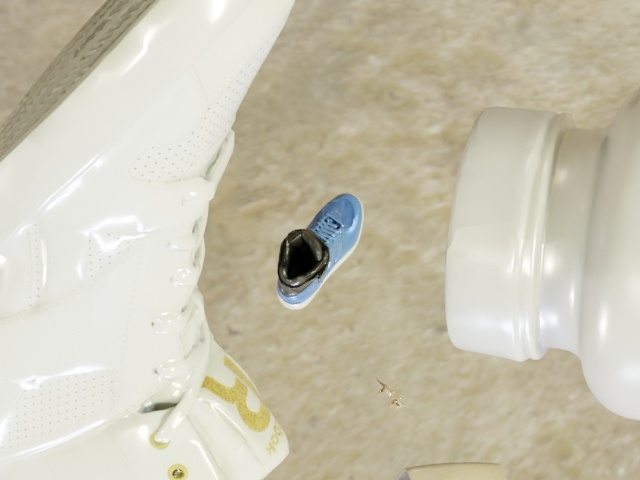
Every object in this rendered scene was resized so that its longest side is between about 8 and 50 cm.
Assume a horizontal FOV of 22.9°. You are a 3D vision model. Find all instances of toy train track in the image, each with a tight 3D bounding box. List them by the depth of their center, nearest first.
[{"bbox_3d":[0.075,0.169,1.683,0.048,0.083,0.014,41,84,18],"label":"toy train track"}]

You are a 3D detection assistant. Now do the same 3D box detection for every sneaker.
[{"bbox_3d":[-0.062,0.015,0.620,0.169,0.108,0.292,37,122,-13],"label":"sneaker"},{"bbox_3d":[0.001,0.001,1.757,0.058,0.084,0.152,33,72,12],"label":"sneaker"}]

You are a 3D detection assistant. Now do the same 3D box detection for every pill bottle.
[{"bbox_3d":[0.197,0.010,0.677,0.272,0.152,0.152,8,102,17],"label":"pill bottle"}]

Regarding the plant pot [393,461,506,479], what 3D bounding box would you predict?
[{"bbox_3d":[0.130,0.264,1.492,0.109,0.096,0.109,115,137,-65],"label":"plant pot"}]
